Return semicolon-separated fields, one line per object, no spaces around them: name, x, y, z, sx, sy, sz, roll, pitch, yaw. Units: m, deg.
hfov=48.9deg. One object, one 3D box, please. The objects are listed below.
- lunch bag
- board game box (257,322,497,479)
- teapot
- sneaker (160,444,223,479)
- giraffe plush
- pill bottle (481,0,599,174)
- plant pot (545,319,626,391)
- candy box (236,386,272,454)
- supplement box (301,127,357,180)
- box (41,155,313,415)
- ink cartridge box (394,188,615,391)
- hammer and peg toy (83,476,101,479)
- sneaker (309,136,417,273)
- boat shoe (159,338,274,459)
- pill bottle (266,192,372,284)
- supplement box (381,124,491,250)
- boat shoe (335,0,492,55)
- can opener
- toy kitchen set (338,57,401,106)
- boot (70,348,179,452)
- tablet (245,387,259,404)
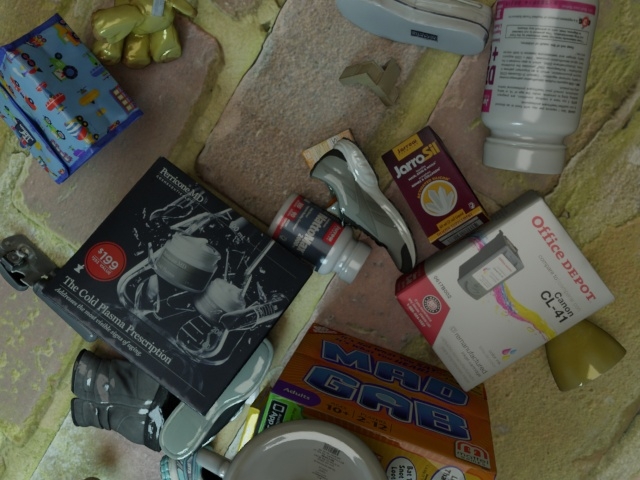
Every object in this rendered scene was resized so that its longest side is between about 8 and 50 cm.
lunch bag;-0.503;-0.238;1.307;0.221;0.138;0.293;51;142;-15
board game box;0.069;0.412;1.240;0.356;0.356;0.356;19;103;6
teapot;-0.023;0.373;0.979;0.252;0.187;0.256;-19;70;-6
sneaker;-0.218;0.551;1.447;0.122;0.110;0.283;-27;95;10
giraffe plush;-0.335;-0.434;1.260;0.210;0.181;0.170;-41;64;45
pill bottle;0.354;-0.258;1.164;0.160;0.160;0.283;7;102;9
plant pot;0.455;0.191;1.253;0.134;0.134;0.095;-36;81;14
candy box;-0.142;0.404;1.405;0.027;0.105;0.206;18;103;6
supplement box;0.023;-0.159;1.304;0.098;0.036;0.062;-26;96;13
box;-0.246;0.086;1.262;0.343;0.179;0.312;37;74;1
ink cartridge box;0.318;0.087;1.252;0.306;0.131;0.226;-36;93;16
hammer and peg toy;-0.451;0.677;1.502;0.266;0.127;0.361;-29;94;16
sneaker;0.080;-0.048;1.261;0.108;0.100;0.271;-36;103;-4
boat shoe;-0.199;0.302;1.399;0.302;0.091;0.114;-44;77;6
pill bottle;0.000;0.000;1.302;0.180;0.108;0.108;31;104;3
supplement box;0.200;-0.091;1.227;0.104;0.081;0.188;-33;68;14
boat shoe;0.163;-0.399;1.210;0.267;0.096;0.088;17;75;12
can opener;-0.556;0.103;1.452;0.283;0.076;0.095;43;137;-1
toy kitchen set;0.096;-0.293;1.274;0.083;0.075;0.068;43;65;-33
boot;-0.389;0.254;1.415;0.223;0.118;0.338;17;101;7
tablet;-0.150;0.293;1.437;0.054;0.006;0.083;10;103;8
